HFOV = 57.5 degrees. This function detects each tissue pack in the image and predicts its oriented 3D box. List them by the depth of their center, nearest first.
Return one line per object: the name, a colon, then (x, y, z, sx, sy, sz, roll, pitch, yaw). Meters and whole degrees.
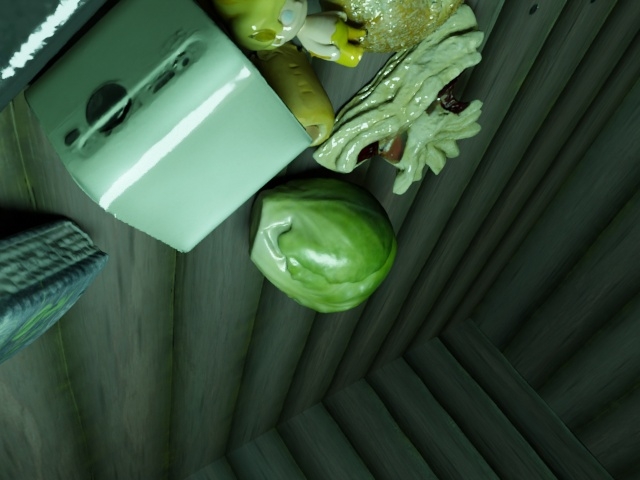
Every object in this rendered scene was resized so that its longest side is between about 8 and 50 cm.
tissue pack: (-0.486, 0.120, 0.806, 0.288, 0.124, 0.394, -40, -173, 6)

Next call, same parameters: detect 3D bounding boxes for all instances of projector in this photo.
projector: (-0.196, -0.168, 0.791, 0.249, 0.249, 0.248, -41, 152, 5)

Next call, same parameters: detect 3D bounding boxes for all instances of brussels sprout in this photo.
brussels sprout: (0.003, 0.000, 1.260, 0.354, 0.289, 0.281, 15, 136, -31)

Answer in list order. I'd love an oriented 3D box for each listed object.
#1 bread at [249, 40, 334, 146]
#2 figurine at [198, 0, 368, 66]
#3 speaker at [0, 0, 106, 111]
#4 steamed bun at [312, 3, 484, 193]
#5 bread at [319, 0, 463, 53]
bread: (-0.043, -0.241, 0.966, 0.085, 0.173, 0.134, -38, 158, 33)
figurine: (-0.052, -0.320, 0.832, 0.246, 0.156, 0.131, 21, 150, -18)
speaker: (-0.265, -0.314, 0.503, 0.388, 0.180, 0.184, -41, 148, 11)
steamed bun: (0.203, -0.252, 1.234, 0.428, 0.189, 0.247, -42, 160, 4)
bread: (0.137, -0.428, 0.905, 0.305, 0.159, 0.306, -30, 151, -19)
